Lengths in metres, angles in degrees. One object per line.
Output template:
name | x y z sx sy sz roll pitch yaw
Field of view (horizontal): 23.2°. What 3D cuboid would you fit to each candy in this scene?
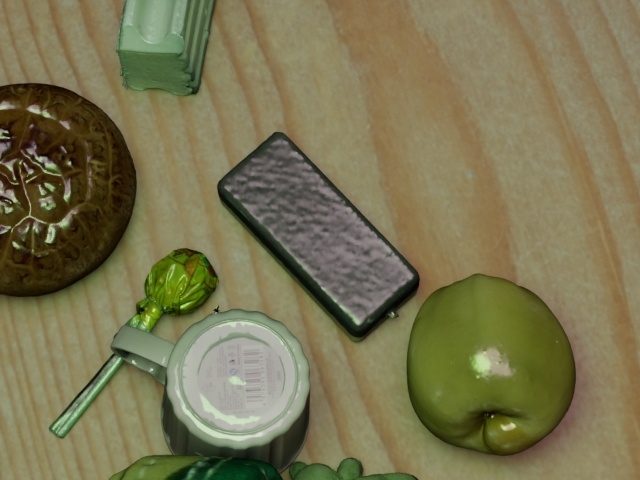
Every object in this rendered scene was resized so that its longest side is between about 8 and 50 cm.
candy | -0.217 0.115 1.763 0.073 0.077 0.262 38 84 13

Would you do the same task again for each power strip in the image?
power strip | 0.000 0.000 1.797 0.105 0.070 0.256 -41 76 -10

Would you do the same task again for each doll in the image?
doll | 0.039 0.284 1.704 0.150 0.077 0.115 -1 27 -7

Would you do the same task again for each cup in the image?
cup | -0.115 0.167 1.668 0.221 0.202 0.166 0 72 -4

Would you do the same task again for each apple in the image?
apple | 0.180 0.136 1.696 0.200 0.200 0.200 0 72 -1

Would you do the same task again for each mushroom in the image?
mushroom | -0.333 -0.058 1.766 0.253 0.153 0.253 2 81 -10

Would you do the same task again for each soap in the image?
soap | -0.177 -0.312 1.852 0.094 0.150 0.261 8 72 7

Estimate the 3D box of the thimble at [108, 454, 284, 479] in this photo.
thimble | -0.121 0.352 1.571 0.167 0.288 0.254 -3 45 18
